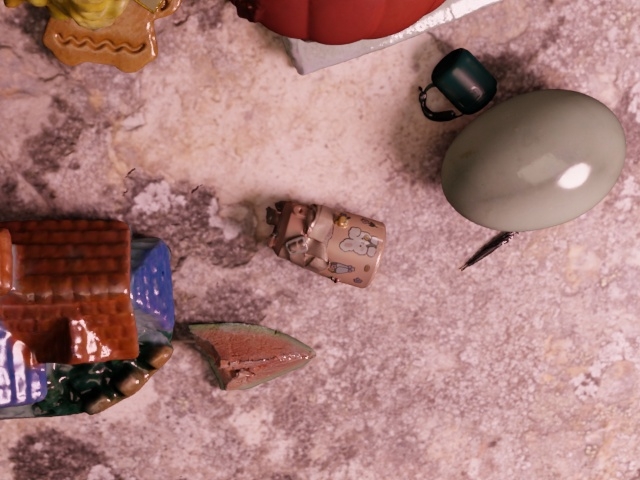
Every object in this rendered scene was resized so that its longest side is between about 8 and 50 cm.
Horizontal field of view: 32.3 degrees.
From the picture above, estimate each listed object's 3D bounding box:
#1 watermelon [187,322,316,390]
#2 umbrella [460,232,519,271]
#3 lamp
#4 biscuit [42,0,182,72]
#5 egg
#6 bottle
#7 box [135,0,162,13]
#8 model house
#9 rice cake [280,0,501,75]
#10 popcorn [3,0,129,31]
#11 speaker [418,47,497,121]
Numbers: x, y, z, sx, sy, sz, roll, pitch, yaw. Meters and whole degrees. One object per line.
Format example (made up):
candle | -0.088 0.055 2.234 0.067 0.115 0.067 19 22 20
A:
watermelon | -0.087 0.160 1.450 0.155 0.080 0.101 -9 118 -20
umbrella | 0.246 -0.005 1.465 0.149 0.022 0.022 -33 145 12
lamp | 0.017 -0.346 1.186 0.303 0.303 0.257 2 141 -8
biscuit | -0.250 -0.323 1.294 0.184 0.035 0.248 8 105 -10
egg | 0.261 -0.097 1.357 0.231 0.168 0.168 -18 108 1
bottle | 0.000 0.000 1.395 0.152 0.099 0.098 18 104 -10
box | -0.236 -0.363 1.249 0.193 0.030 0.121 34 100 -13
model house | -0.312 0.086 1.234 0.295 0.329 0.251 -1 85 -7
rice cake | 0.117 -0.284 1.337 0.336 0.063 0.066 -20 112 0
popcorn | -0.283 -0.315 1.126 0.225 0.286 0.173 37 69 -32
speaker | 0.166 -0.186 1.374 0.075 0.060 0.094 43 98 -16
